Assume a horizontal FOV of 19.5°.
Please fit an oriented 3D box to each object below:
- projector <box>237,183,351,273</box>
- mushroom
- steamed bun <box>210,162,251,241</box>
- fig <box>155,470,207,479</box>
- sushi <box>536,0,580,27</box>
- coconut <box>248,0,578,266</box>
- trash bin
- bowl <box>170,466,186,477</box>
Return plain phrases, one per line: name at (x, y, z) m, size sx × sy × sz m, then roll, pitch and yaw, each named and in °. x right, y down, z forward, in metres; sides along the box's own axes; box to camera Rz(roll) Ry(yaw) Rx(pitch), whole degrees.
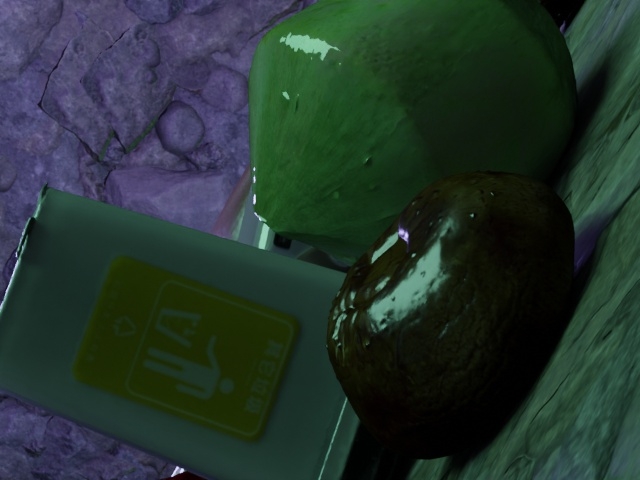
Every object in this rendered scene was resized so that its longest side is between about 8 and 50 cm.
projector at (0.012, -0.010, 1.927) m, size 0.163 × 0.177 × 0.242 m, roll 127°, pitch 158°, yaw -65°
mushroom at (0.088, 0.049, 1.363) m, size 0.231 × 0.138 × 0.194 m, roll -60°, pitch 4°, yaw 14°
steamed bun at (0.000, 0.000, 2.156) m, size 0.379 × 0.235 × 0.248 m, roll -59°, pitch 1°, yaw 15°
fig at (-0.111, 0.334, 1.906) m, size 0.203 × 0.186 × 0.249 m, roll -39°, pitch -31°, yaw 23°
sushi at (0.247, -0.289, 2.100) m, size 0.084 × 0.098 × 0.094 m, roll -55°, pitch 1°, yaw 31°
coconut at (0.069, -0.102, 1.707) m, size 0.328 × 0.281 × 0.328 m, roll -24°, pitch 19°, yaw 9°
trash bin at (-0.108, 0.104, 1.664) m, size 0.296 × 0.367 × 0.256 m, roll 148°, pitch 142°, yaw -80°
bowl at (-0.129, 0.330, 2.283) m, size 0.238 × 0.126 × 0.238 m, roll -60°, pitch 5°, yaw 10°
